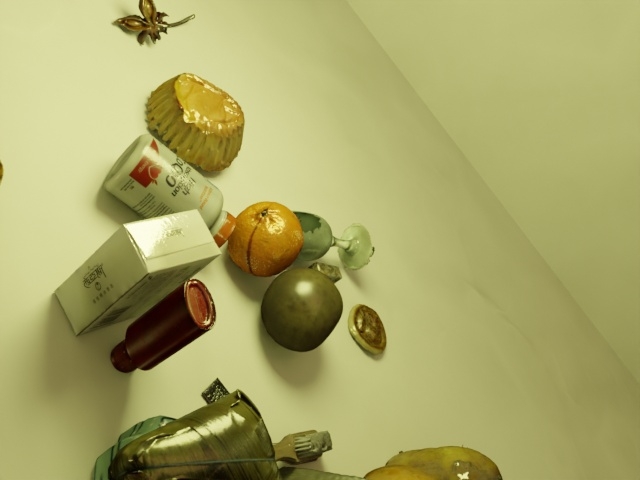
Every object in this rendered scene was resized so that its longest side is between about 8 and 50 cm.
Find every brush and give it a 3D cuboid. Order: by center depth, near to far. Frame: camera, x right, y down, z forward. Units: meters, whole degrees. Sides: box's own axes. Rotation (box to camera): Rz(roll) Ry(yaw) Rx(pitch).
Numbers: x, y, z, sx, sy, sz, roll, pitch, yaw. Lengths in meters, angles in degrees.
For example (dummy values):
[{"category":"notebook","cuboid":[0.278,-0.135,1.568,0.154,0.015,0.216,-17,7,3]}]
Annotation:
[{"category":"brush","cuboid":[-0.058,0.440,1.500,0.327,0.065,0.070,19,52,-61]}]

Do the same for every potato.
[{"category":"potato","cuboid":[0.317,0.600,1.730,0.229,0.266,0.229,33,41,-35]}]

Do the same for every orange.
[{"category":"orange","cuboid":[-0.136,-0.007,1.733,0.161,0.193,0.193,70,16,-47]}]

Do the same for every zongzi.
[{"category":"zongzi","cuboid":[-0.159,0.415,1.119,0.286,0.138,0.300,-17,75,-51]}]

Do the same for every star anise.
[{"category":"star anise","cuboid":[-0.451,-0.627,1.961,0.218,0.148,0.227,2,24,-14]}]

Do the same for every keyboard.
[{"category":"keyboard","cuboid":[-0.177,0.385,1.512,0.198,0.010,0.063,53,35,-4]}]

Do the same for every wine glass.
[{"category":"wine glass","cuboid":[0.000,0.000,1.952,0.321,0.143,0.143,10,55,-46]}]

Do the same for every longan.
[{"category":"longan","cuboid":[-0.044,0.162,1.708,0.220,0.196,0.197,-29,86,-52]}]

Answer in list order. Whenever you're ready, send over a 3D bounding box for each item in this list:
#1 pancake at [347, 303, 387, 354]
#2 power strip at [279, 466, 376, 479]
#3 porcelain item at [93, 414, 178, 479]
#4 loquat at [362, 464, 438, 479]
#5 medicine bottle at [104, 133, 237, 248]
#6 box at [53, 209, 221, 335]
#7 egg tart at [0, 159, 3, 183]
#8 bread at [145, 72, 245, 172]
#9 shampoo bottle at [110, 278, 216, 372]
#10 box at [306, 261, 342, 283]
[{"category":"pancake","cuboid":[0.137,0.250,2.007,0.158,0.028,0.158,33,38,-29]},{"category":"power strip","cuboid":[-0.005,0.579,1.407,0.251,0.256,0.092,-52,143,-59]},{"category":"porcelain item","cuboid":[-0.243,0.464,1.233,0.281,0.157,0.286,28,43,-38]},{"category":"loquat","cuboid":[0.180,0.620,1.539,0.263,0.263,0.263,32,40,-32]},{"category":"medicine bottle","cuboid":[-0.326,-0.095,1.599,0.288,0.157,0.157,39,37,-24]},{"category":"box","cuboid":[-0.347,0.061,1.348,0.194,0.260,0.111,-17,71,-57]},{"category":"egg tart","cuboid":[-0.669,-0.159,1.301,0.191,0.074,0.191,35,37,-31]},{"category":"bread","cuboid":[-0.304,-0.310,1.823,0.274,0.149,0.274,25,50,-33]},{"category":"shampoo bottle","cuboid":[-0.298,0.171,1.314,0.064,0.260,0.102,5,58,-49]},{"category":"box","cuboid":[0.005,0.094,1.942,0.098,0.062,0.045,13,49,-43]}]
